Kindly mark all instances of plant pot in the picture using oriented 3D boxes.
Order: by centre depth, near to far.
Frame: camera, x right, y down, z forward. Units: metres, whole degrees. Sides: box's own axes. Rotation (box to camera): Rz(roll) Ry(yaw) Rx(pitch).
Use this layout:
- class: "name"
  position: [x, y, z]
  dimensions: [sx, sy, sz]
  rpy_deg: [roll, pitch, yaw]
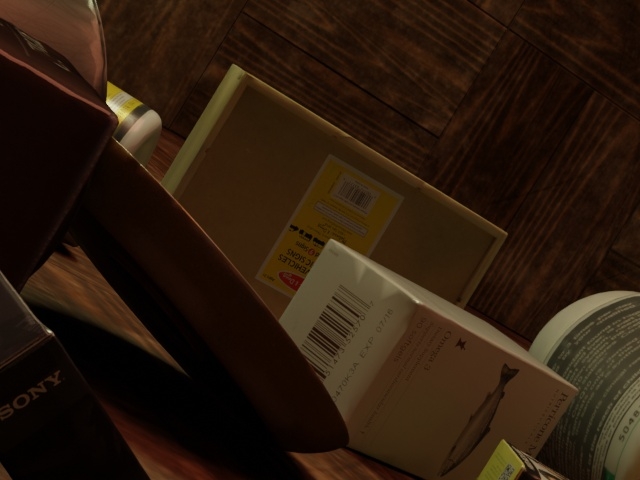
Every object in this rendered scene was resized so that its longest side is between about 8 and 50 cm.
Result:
- class: "plant pot"
  position: [-0.075, 0.026, 0.958]
  dimensions: [0.236, 0.032, 0.236]
  rpy_deg: [47, -12, 13]

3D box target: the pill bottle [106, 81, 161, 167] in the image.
- class: "pill bottle"
  position: [-0.222, -0.099, 1.424]
  dimensions: [0.184, 0.103, 0.103]
  rpy_deg: [33, 3, 3]

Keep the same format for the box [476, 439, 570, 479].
- class: "box"
  position: [0.198, 0.209, 1.128]
  dimensions: [0.232, 0.058, 0.087]
  rpy_deg: [32, 2, -5]

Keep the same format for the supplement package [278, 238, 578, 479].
- class: "supplement package"
  position: [0.064, 0.091, 1.235]
  dimensions: [0.179, 0.105, 0.105]
  rpy_deg: [28, 5, -43]

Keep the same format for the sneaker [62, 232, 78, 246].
- class: "sneaker"
  position: [-0.203, -0.059, 1.283]
  dimensions: [0.066, 0.071, 0.188]
  rpy_deg: [30, 4, -39]

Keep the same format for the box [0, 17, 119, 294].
- class: "box"
  position: [-0.271, -0.096, 0.636]
  dimensions: [0.381, 0.143, 0.191]
  rpy_deg: [33, 2, -19]

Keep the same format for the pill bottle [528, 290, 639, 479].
- class: "pill bottle"
  position: [0.275, 0.151, 1.421]
  dimensions: [0.204, 0.204, 0.361]
  rpy_deg: [31, 3, -11]

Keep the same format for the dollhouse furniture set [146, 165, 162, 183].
- class: "dollhouse furniture set"
  position: [-0.138, -0.085, 1.651]
  dimensions: [0.114, 0.081, 0.091]
  rpy_deg: [57, -23, -14]

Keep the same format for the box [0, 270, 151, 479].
- class: "box"
  position: [-0.059, 0.069, 0.486]
  dimensions: [0.116, 0.029, 0.162]
  rpy_deg: [37, -23, 59]

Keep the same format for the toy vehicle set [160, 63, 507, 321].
- class: "toy vehicle set"
  position: [0.000, 0.000, 1.459]
  dimensions: [0.267, 0.166, 0.035]
  rpy_deg: [31, 4, -25]

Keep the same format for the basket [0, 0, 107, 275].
- class: "basket"
  position: [-0.235, -0.097, 0.858]
  dimensions: [0.227, 0.154, 0.204]
  rpy_deg: [23, 38, -40]
